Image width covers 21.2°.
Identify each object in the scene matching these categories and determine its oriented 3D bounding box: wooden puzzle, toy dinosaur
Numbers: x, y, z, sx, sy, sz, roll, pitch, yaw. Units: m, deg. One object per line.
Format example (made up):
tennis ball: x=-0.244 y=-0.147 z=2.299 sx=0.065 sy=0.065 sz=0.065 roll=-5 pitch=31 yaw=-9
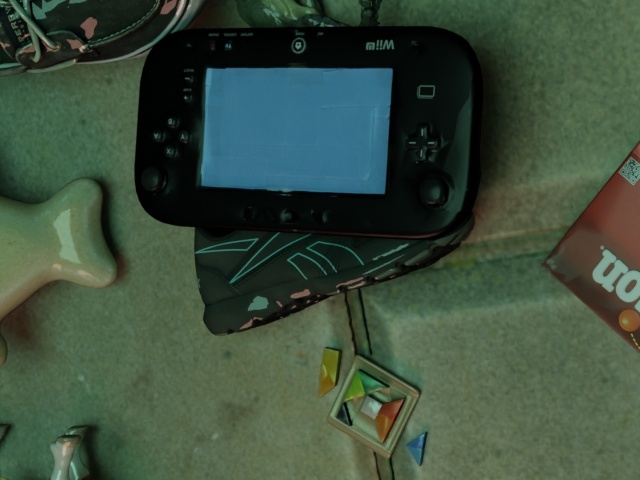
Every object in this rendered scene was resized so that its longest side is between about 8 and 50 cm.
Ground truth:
wooden puzzle: x=0.043 y=0.144 z=1.477 sx=0.116 sy=0.014 sz=0.078 roll=23 pitch=107 yaw=22
toy dinosaur: x=-0.005 y=-0.185 z=1.431 sx=0.268 sy=0.064 sz=0.118 roll=48 pitch=123 yaw=11

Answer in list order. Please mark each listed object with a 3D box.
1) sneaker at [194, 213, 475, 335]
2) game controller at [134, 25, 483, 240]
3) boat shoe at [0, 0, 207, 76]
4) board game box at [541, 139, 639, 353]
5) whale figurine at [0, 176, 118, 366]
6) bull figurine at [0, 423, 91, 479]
sneaker: x=0.000 y=0.000 z=1.431 sx=0.267 sy=0.101 sz=0.106 roll=-19 pitch=86 yaw=27
game controller: x=-0.015 y=-0.089 z=1.383 sx=0.319 sy=0.067 sz=0.166 roll=3 pitch=98 yaw=30
boat shoe: x=-0.242 y=-0.192 z=1.491 sx=0.335 sy=0.119 sz=0.121 roll=-12 pitch=105 yaw=37
board game box: x=0.319 y=0.057 z=1.319 sx=0.281 sy=0.027 sz=0.145 roll=42 pitch=115 yaw=15
whale figurine: x=-0.323 y=0.015 z=1.598 sx=0.272 sy=0.141 sz=0.216 roll=-13 pitch=92 yaw=3
bull figurine: x=-0.264 y=0.271 z=1.605 sx=0.310 sy=0.101 sz=0.188 roll=-3 pitch=92 yaw=25
